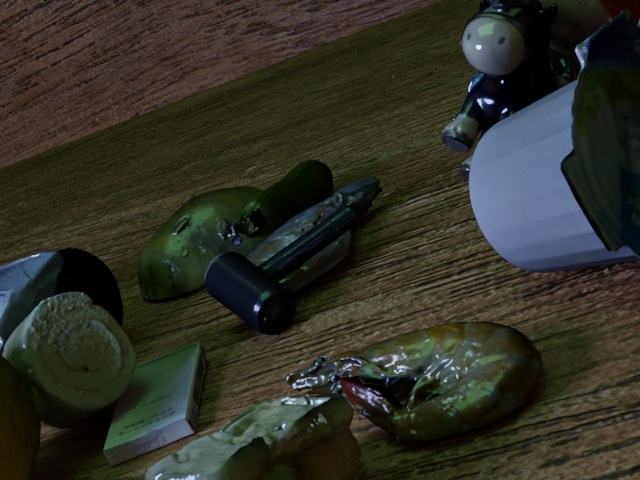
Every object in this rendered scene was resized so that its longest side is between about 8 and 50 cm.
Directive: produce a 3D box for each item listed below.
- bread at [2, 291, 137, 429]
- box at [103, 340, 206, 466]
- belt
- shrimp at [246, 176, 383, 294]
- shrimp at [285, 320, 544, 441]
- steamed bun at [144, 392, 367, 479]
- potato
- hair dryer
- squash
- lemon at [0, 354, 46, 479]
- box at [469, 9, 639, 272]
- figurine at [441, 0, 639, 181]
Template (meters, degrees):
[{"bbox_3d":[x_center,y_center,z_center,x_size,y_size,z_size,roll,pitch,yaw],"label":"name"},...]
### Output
[{"bbox_3d":[-0.315,0.152,1.361,0.134,0.148,0.141,-35,-1,-33],"label":"bread"},{"bbox_3d":[-0.197,0.195,1.342,0.109,0.029,0.198,-22,20,7],"label":"box"},{"bbox_3d":[-0.390,0.130,1.527,0.164,0.184,0.289,-7,30,31],"label":"belt"},{"bbox_3d":[0.000,0.000,1.584,0.317,0.062,0.164,-40,31,-29],"label":"shrimp"},{"bbox_3d":[0.080,0.147,1.091,0.287,0.063,0.152,-12,34,29],"label":"shrimp"},{"bbox_3d":[-0.062,0.220,0.995,0.177,0.106,0.192,-26,5,-40],"label":"steamed bun"},{"bbox_3d":[-0.183,-0.014,1.768,0.272,0.111,0.160,-33,18,-26],"label":"potato"},{"bbox_3d":[-0.019,0.019,1.463,0.255,0.070,0.128,-35,41,-18],"label":"hair dryer"},{"bbox_3d":[-0.056,-0.054,1.719,0.087,0.087,0.331,-15,11,26],"label":"squash"},{"bbox_3d":[-0.460,0.236,1.225,0.320,0.245,0.245,-23,18,-13],"label":"lemon"},{"bbox_3d":[0.281,-0.093,1.166,0.262,0.291,0.206,13,-19,-31],"label":"box"},{"bbox_3d":[0.302,-0.257,1.515,0.241,0.306,0.412,8,38,42],"label":"figurine"}]
